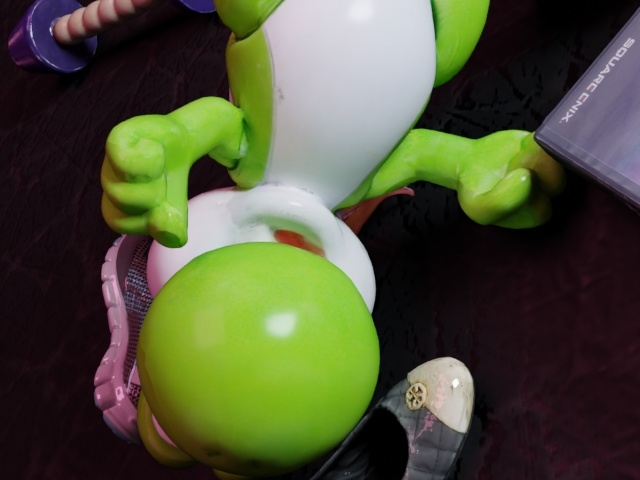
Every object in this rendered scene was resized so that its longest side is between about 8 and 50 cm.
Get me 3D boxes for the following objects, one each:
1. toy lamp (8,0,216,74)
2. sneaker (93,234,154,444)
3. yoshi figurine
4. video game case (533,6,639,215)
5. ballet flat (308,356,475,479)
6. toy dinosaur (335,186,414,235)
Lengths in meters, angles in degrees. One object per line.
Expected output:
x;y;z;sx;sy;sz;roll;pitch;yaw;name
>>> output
-0.191;-0.203;1.097;0.275;0.080;0.080;-9;55;45;toy lamp
-0.096;0.051;0.784;0.076;0.065;0.166;-23;46;16;sneaker
0.000;-0.039;0.585;0.203;0.203;0.362;20;98;26;yoshi figurine
0.210;-0.066;0.447;0.196;0.026;0.274;-51;28;6;video game case
0.010;0.123;0.582;0.173;0.049;0.057;-50;35;9;ballet flat
0.000;0.000;0.714;0.090;0.047;0.082;13;90;44;toy dinosaur
